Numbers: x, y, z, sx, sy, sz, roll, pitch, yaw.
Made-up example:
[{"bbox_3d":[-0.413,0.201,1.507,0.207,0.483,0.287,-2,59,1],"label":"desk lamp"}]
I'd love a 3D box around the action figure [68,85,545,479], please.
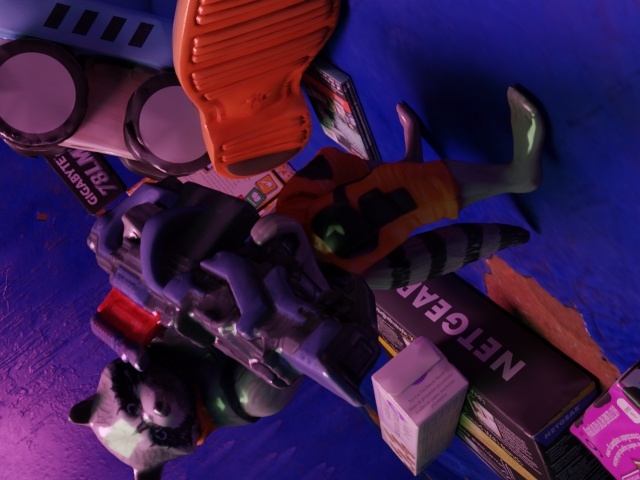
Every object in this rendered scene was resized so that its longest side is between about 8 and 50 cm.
[{"bbox_3d":[0.000,0.036,0.542,0.178,0.330,0.341,59,168,-28],"label":"action figure"}]

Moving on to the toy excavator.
[{"bbox_3d":[-0.282,-0.314,0.938,0.433,0.445,0.222,11,178,-15],"label":"toy excavator"}]

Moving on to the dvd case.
[{"bbox_3d":[0.014,-0.126,0.815,0.087,0.013,0.119,42,165,40],"label":"dvd case"}]

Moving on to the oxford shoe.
[{"bbox_3d":[-0.073,-0.180,0.706,0.364,0.130,0.133,109,140,-67],"label":"oxford shoe"}]

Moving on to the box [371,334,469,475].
[{"bbox_3d":[0.103,0.183,0.905,0.063,0.067,0.324,47,170,21],"label":"box"}]

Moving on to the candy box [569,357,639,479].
[{"bbox_3d":[0.281,0.175,0.556,0.233,0.071,0.159,47,168,20],"label":"candy box"}]

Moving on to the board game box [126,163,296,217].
[{"bbox_3d":[-0.140,-0.067,1.172,0.147,0.193,0.045,49,170,12],"label":"board game box"}]

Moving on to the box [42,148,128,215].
[{"bbox_3d":[-0.419,-0.209,1.209,0.293,0.073,0.295,40,166,46],"label":"box"}]

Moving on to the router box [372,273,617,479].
[{"bbox_3d":[0.171,0.153,0.921,0.309,0.081,0.243,40,165,46],"label":"router box"}]
